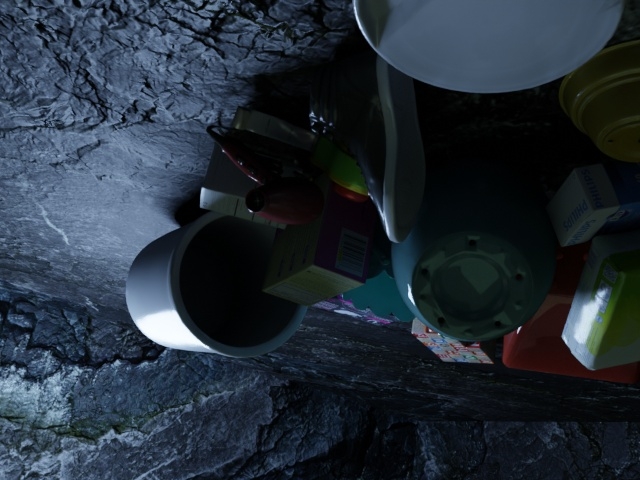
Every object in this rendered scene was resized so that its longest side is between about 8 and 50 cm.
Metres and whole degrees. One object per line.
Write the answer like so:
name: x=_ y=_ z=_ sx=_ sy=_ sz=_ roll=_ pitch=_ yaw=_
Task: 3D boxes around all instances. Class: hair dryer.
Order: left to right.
hair dryer: x=-0.099 y=-0.098 z=1.095 sx=0.223 sy=0.080 sz=0.293 roll=20 pitch=-163 yaw=-17

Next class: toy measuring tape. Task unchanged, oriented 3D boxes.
toy measuring tape: x=0.012 y=-0.144 z=1.093 sx=0.330 sy=0.121 sz=0.121 roll=18 pitch=156 yaw=-17

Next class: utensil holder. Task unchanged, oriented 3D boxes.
utensil holder: x=-0.259 y=0.109 z=1.526 sx=0.327 sy=0.328 sz=0.385 roll=24 pitch=160 yaw=-28

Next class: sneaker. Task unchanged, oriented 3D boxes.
sneaker: x=0.067 y=-0.142 z=0.974 sx=0.146 sy=0.104 sz=0.296 roll=6 pitch=117 yaw=34

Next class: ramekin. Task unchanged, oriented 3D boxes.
ramekin: x=0.174 y=-0.286 z=0.676 sx=0.272 sy=0.127 sz=0.273 roll=9 pitch=158 yaw=4

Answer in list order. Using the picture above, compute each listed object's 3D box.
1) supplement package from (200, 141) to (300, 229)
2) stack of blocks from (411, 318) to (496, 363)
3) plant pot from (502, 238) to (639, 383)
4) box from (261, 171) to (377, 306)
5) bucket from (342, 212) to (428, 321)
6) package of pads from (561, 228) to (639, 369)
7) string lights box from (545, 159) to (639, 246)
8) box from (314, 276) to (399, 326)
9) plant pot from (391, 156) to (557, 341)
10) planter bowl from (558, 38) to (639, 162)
supplement package: x=-0.136 y=-0.106 z=1.272 sx=0.179 sy=0.105 sz=0.105 roll=14 pitch=157 yaw=-7
stack of blocks: x=0.416 y=0.293 z=1.987 sx=0.171 sy=0.087 sz=0.297 roll=-3 pitch=153 yaw=31
plant pot: x=0.516 y=0.100 z=1.292 sx=0.267 sy=0.267 sz=0.236 roll=5 pitch=146 yaw=14
box: x=0.000 y=0.000 z=1.318 sx=0.117 sy=0.214 sz=0.243 roll=21 pitch=155 yaw=-22
bucket: x=0.184 y=0.050 z=1.397 sx=0.281 sy=0.183 sz=0.281 roll=10 pitch=157 yaw=4
package of pads: x=0.556 y=0.084 z=1.044 sx=0.296 sy=0.101 sz=0.229 roll=-9 pitch=128 yaw=-10
string lights box: x=0.497 y=-0.070 z=0.984 sx=0.259 sy=0.077 sz=0.133 roll=-11 pitch=157 yaw=-6
box: x=0.083 y=0.094 z=1.571 sx=0.247 sy=0.163 sz=0.142 roll=19 pitch=160 yaw=-17
plant pot: x=0.252 y=0.030 z=1.072 sx=0.293 sy=0.293 sz=0.235 roll=4 pitch=-159 yaw=11
planter bowl: x=0.439 y=-0.168 z=0.882 sx=0.217 sy=0.090 sz=0.217 roll=9 pitch=158 yaw=4
